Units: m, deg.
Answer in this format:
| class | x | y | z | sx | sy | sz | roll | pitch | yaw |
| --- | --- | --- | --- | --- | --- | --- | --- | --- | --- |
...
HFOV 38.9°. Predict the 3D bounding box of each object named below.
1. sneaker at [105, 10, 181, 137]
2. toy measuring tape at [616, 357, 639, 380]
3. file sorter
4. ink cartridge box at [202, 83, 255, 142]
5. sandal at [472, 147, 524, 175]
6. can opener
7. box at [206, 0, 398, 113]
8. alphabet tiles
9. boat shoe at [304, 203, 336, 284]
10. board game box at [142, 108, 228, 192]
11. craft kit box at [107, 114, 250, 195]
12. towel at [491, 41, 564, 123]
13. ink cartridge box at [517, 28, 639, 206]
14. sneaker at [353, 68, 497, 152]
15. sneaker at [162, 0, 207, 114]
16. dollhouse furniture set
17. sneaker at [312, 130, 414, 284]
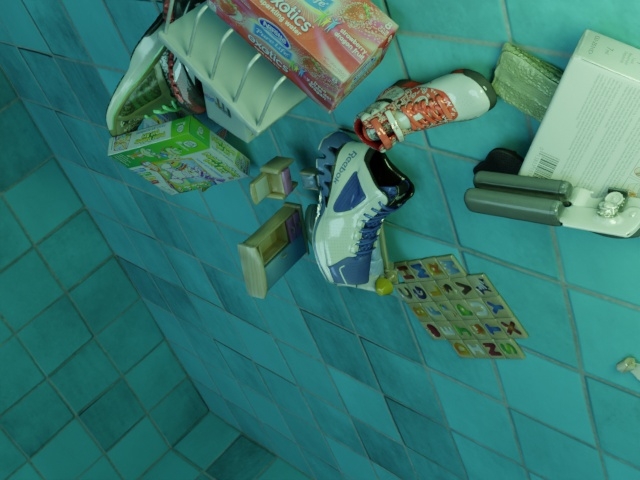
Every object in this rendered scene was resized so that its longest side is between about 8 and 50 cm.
| class | x | y | z | sx | sy | sz | roll | pitch | yaw |
| --- | --- | --- | --- | --- | --- | --- | --- | --- | --- |
| sneaker | -0.368 | -0.342 | 2.104 | 0.182 | 0.158 | 0.410 | 33 | 137 | -6 |
| toy measuring tape | 0.647 | 0.360 | 1.632 | 0.330 | 0.121 | 0.121 | 44 | 155 | 8 |
| file sorter | -0.132 | -0.381 | 1.701 | 0.277 | 0.193 | 0.173 | 45 | 152 | 5 |
| ink cartridge box | -0.161 | -0.323 | 1.899 | 0.127 | 0.128 | 0.176 | 36 | 154 | 23 |
| sandal | 0.311 | -0.129 | 1.550 | 0.067 | 0.040 | 0.179 | 55 | 169 | -2 |
| can opener | 0.354 | -0.046 | 1.372 | 0.280 | 0.074 | 0.093 | 14 | 148 | 32 |
| box | -0.035 | -0.385 | 1.543 | 0.300 | 0.154 | 0.142 | 43 | 163 | 3 |
| alphabet tiles | 0.300 | 0.152 | 1.999 | 0.285 | 0.011 | 0.342 | 53 | 155 | -13 |
| boat shoe | 0.031 | 0.008 | 2.158 | 0.081 | 0.079 | 0.227 | -1 | 126 | 30 |
| board game box | -0.350 | -0.290 | 2.322 | 0.242 | 0.064 | 0.316 | 44 | 155 | 8 |
| craft kit box | -0.340 | -0.201 | 2.202 | 0.247 | 0.061 | 0.250 | -14 | 153 | 27 |
| towel | 0.328 | -0.229 | 1.381 | 0.148 | 0.027 | 0.110 | 37 | 154 | 21 |
| ink cartridge box | 0.443 | -0.132 | 1.293 | 0.261 | 0.066 | 0.296 | 26 | 151 | 10 |
| sneaker | 0.164 | -0.207 | 1.512 | 0.270 | 0.145 | 0.090 | 11 | 138 | 58 |
| sneaker | -0.256 | -0.398 | 1.907 | 0.135 | 0.098 | 0.276 | 12 | 113 | 38 |
| dollhouse furniture set | 0.000 | 0.000 | 1.963 | 0.303 | 0.198 | 0.286 | 10 | 127 | 29 |
| sneaker | 0.088 | -0.058 | 1.814 | 0.182 | 0.127 | 0.315 | 8 | 105 | 41 |
